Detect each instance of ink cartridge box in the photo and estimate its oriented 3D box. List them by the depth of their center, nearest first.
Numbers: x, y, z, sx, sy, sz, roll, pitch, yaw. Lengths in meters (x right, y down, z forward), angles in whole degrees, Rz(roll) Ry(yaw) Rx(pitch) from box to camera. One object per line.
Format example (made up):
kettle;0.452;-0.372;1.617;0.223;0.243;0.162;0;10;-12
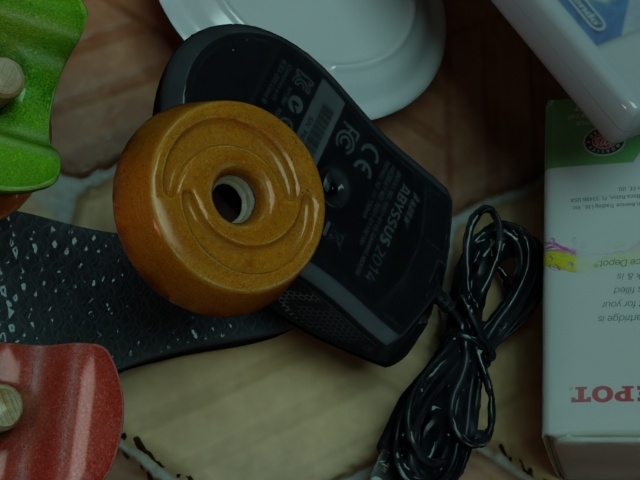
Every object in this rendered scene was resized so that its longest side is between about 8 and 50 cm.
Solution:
ink cartridge box;0.208;0.027;0.844;0.154;0.093;0.212;-3;63;15

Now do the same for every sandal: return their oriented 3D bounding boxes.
sandal;-0.120;0.035;0.796;0.254;0.054;0.097;-1;75;-29

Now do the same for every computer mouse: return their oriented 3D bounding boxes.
computer mouse;0.000;0.000;0.804;0.272;0.072;0.188;45;55;-23

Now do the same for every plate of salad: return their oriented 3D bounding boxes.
plate of salad;-0.015;-0.153;0.907;0.199;0.048;0.200;13;57;-21

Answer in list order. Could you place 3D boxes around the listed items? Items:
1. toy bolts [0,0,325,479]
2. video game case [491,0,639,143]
toy bolts;-0.132;0.023;0.678;0.218;0.158;0.229;20;69;-26
video game case;0.180;-0.231;0.892;0.300;0.036;0.329;-23;68;-33
